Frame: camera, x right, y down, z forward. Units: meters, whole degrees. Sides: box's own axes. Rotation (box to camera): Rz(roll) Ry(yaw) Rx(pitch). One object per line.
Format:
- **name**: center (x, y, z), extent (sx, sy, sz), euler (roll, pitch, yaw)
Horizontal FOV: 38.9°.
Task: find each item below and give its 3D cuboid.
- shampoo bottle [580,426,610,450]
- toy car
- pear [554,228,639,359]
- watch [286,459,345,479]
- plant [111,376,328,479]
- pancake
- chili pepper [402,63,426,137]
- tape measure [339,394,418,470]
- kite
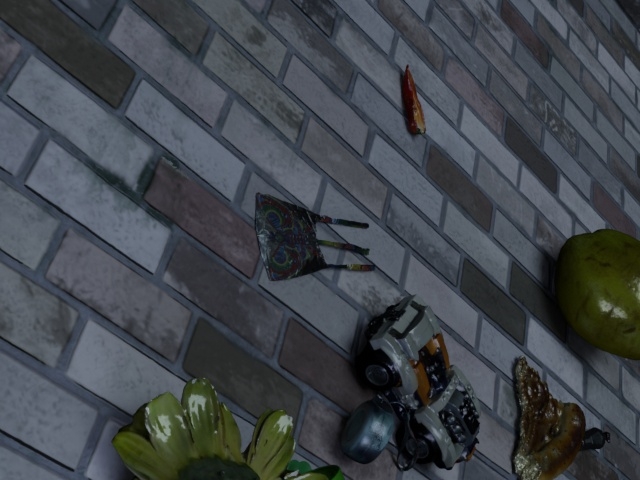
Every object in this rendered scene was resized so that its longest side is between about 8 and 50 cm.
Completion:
- **shampoo bottle**: center (0.599, 0.437, 1.994), extent (0.137, 0.027, 0.048), euler (3, 71, -47)
- **toy car**: center (0.186, 0.248, 1.567), extent (0.301, 0.118, 0.193), euler (60, 38, -9)
- **pear**: center (0.672, 0.124, 2.066), extent (0.269, 0.269, 0.321), euler (-5, 62, -49)
- **watch**: center (-0.018, 0.359, 1.257), extent (0.165, 0.152, 0.131), euler (-22, 86, -49)
- **plant**: center (-0.128, 0.346, 1.061), extent (0.306, 0.261, 0.297), euler (41, 10, -13)
- **pancake**: center (0.451, 0.355, 1.848), extent (0.266, 0.057, 0.245), euler (-14, 82, -49)
- **chili pepper**: center (0.191, -0.291, 1.900), extent (0.045, 0.027, 0.178), euler (11, 64, -49)
- **tape measure**: center (0.113, 0.333, 1.447), extent (0.180, 0.104, 0.107), euler (44, 41, -23)
- **kite**: center (0.000, 0.000, 1.556), extent (0.285, 0.015, 0.152), euler (6, 68, -46)
